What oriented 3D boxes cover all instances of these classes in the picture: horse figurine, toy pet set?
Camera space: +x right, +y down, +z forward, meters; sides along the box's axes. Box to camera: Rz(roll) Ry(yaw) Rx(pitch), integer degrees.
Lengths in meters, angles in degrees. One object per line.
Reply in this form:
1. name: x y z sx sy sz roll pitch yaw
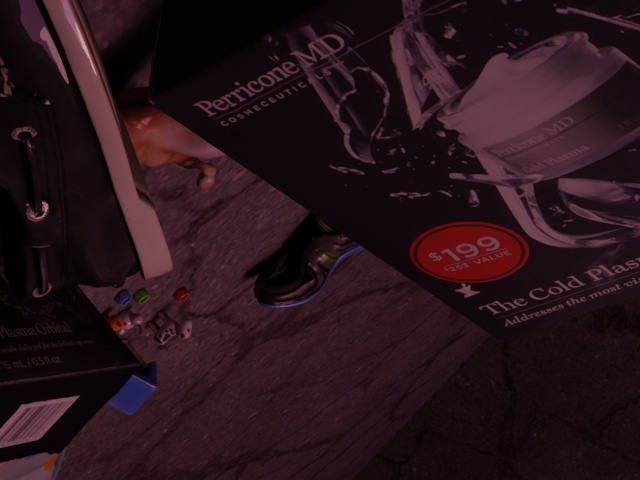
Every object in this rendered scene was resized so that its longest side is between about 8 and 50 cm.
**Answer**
1. horse figurine: -0.065 -0.074 0.829 0.263 0.066 0.174 -4 169 15
2. toy pet set: -0.171 0.107 1.188 0.114 0.065 0.122 -47 162 17

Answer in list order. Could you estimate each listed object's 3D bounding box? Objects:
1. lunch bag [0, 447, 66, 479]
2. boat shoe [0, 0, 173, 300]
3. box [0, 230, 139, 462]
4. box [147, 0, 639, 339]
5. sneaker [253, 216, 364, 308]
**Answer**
1. lunch bag: -0.291 0.153 0.959 0.224 0.108 0.279 -33 162 -36
2. boat shoe: -0.166 -0.075 0.636 0.113 0.127 0.340 -21 151 -7
3. box: -0.223 0.054 0.771 0.093 0.158 0.156 -46 163 15
4. box: 0.143 -0.125 0.651 0.343 0.179 0.312 -24 138 35
5. sneaker: 0.000 0.000 1.336 0.188 0.067 0.078 -38 142 -7
